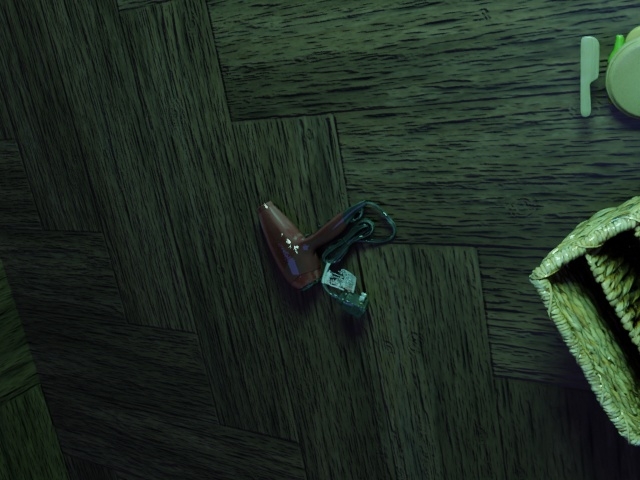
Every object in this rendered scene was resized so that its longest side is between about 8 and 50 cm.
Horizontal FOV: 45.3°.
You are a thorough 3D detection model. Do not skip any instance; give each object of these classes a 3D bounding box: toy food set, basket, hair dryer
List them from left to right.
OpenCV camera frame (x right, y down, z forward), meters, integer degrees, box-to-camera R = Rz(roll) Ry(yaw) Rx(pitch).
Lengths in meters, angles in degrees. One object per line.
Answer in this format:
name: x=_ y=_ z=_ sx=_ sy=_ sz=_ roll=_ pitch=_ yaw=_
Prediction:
hair dryer: x=0.000 y=0.000 z=1.485 sx=0.293 sy=0.080 sz=0.223 roll=22 pitch=106 yaw=21
toy food set: x=0.457 y=-0.229 z=1.052 sx=0.192 sy=0.038 sz=0.132 roll=5 pitch=120 yaw=21
basket: x=0.476 y=0.097 z=1.058 sx=0.213 sy=0.223 sz=0.299 roll=-28 pitch=91 yaw=41
